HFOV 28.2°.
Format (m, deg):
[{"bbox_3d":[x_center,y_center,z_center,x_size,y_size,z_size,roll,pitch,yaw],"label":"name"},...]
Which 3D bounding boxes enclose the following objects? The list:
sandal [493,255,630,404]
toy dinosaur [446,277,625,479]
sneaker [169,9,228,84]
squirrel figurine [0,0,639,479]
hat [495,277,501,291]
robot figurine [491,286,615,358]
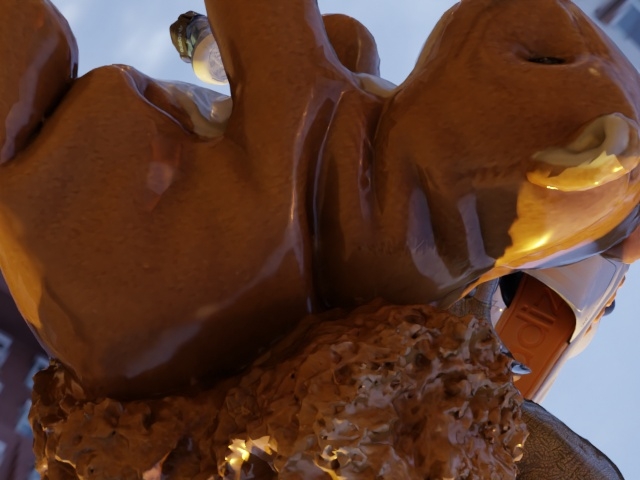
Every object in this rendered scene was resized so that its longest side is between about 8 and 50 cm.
[{"bbox_3d":[0.211,0.061,1.210,0.102,0.076,0.265,21,-105,32],"label":"sandal"},{"bbox_3d":[0.128,0.155,0.803,0.121,0.160,0.313,-21,-128,-20],"label":"toy dinosaur"},{"bbox_3d":[-0.127,-0.204,1.343,0.085,0.058,0.152,8,-154,15],"label":"sneaker"},{"bbox_3d":[0.018,0.021,0.751,0.371,0.281,0.396,-6,-113,10],"label":"squirrel figurine"},{"bbox_3d":[0.000,0.000,1.083,0.331,0.134,0.331,-16,-124,25],"label":"hat"},{"bbox_3d":[0.229,0.072,1.562,0.173,0.278,0.209,35,-57,47],"label":"robot figurine"}]
